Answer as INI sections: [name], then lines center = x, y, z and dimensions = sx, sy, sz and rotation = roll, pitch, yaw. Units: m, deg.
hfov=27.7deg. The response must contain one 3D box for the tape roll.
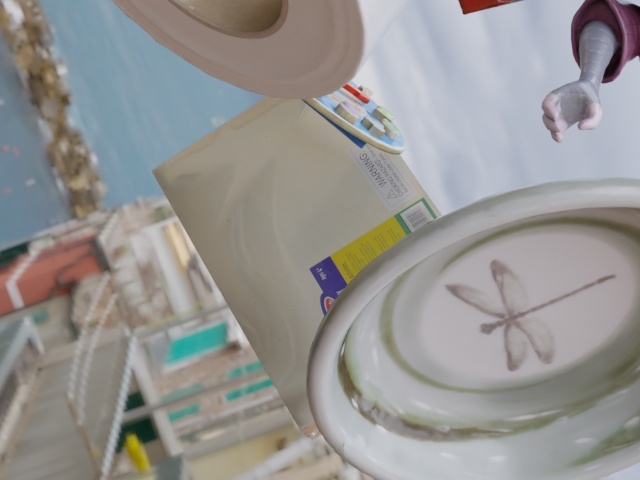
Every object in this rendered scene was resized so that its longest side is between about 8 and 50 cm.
[tape roll]
center = -0.065, -0.239, 0.978
dimensions = 0.286, 0.100, 0.286
rotation = 27, -25, 14

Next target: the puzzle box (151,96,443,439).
[puzzle box]
center = 0.000, 0.000, 1.546
dimensions = 0.409, 0.272, 0.052
rotation = 58, 0, 28

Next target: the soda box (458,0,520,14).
[soda box]
center = 0.180, -0.394, 1.473
dimensions = 0.083, 0.092, 0.263
rotation = 53, 29, -62

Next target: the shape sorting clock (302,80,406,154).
[shape sorting clock]
center = 0.001, -0.152, 1.224
dimensions = 0.206, 0.040, 0.206
rotation = 37, 12, -9

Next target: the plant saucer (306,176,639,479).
[plant saucer]
center = 0.181, 0.071, 1.109
dimensions = 0.400, 0.400, 0.100
rotation = 69, 7, -47

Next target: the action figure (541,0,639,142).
[action figure]
center = 0.270, -0.225, 0.964
dimensions = 0.276, 0.248, 0.370
rotation = -93, 177, -51
